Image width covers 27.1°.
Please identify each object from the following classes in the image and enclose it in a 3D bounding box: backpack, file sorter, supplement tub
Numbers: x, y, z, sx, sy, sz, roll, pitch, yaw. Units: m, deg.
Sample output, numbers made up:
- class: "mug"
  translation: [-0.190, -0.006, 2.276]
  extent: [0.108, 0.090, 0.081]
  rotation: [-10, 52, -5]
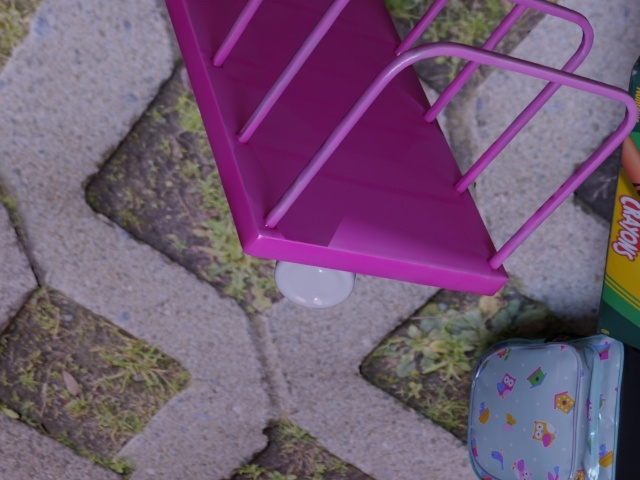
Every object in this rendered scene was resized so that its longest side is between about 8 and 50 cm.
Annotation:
- class: "backpack"
  translation: [0.215, 0.166, 1.224]
  extent: [0.144, 0.166, 0.188]
  rotation: [9, 170, -31]
- class: "file sorter"
  translation: [0.043, -0.143, 0.857]
  extent: [0.202, 0.290, 0.182]
  rotation: [10, 136, -36]
- class: "supplement tub"
  translation: [0.000, 0.000, 1.159]
  extent: [0.071, 0.107, 0.071]
  rotation: [5, 134, 5]

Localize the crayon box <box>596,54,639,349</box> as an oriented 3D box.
- class: "crayon box"
  translation: [0.377, 0.007, 0.973]
  extent: [0.313, 0.106, 0.363]
  rotation: [24, 154, 21]
